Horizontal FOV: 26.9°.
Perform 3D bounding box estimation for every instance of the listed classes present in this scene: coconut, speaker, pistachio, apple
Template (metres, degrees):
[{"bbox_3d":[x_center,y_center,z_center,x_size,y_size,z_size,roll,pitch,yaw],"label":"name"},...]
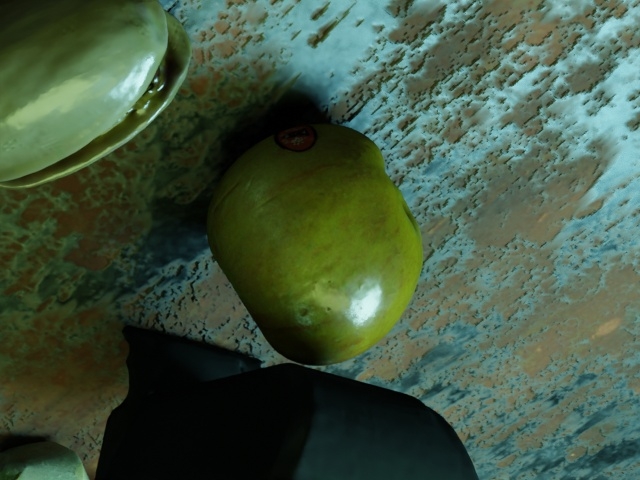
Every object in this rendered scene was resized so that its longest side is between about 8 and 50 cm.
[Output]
[{"bbox_3d":[-0.274,0.253,1.274,0.116,0.116,0.122,-13,133,0],"label":"coconut"},{"bbox_3d":[-0.040,0.149,1.040,0.180,0.184,0.388,17,163,-27],"label":"speaker"},{"bbox_3d":[-0.194,-0.113,0.941,0.206,0.131,0.129,-25,178,5],"label":"pistachio"},{"bbox_3d":[0.000,0.000,1.043,0.155,0.182,0.182,-32,134,-4],"label":"apple"}]
